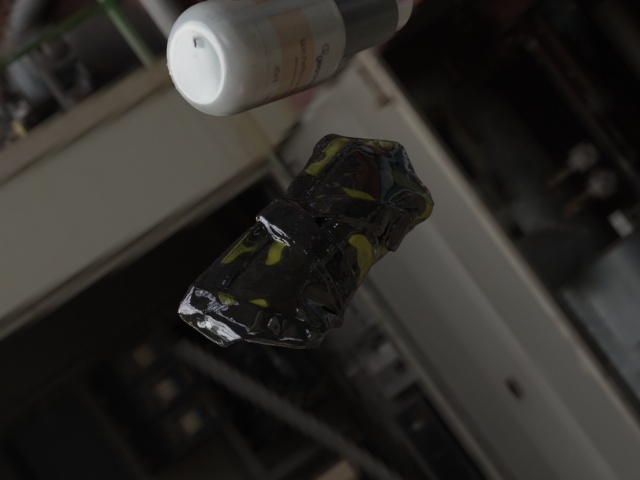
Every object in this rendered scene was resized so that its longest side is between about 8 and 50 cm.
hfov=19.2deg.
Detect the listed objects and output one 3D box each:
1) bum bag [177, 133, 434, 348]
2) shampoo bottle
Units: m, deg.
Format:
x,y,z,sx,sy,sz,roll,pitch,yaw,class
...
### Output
x,y,z,sx,sy,sz,roll,pitch,yaw,class
0.000,0.000,1.358,0.232,0.106,0.060,-49,-22,-34,bum bag
-0.011,-0.134,1.221,0.192,0.074,0.074,-22,-14,-43,shampoo bottle
